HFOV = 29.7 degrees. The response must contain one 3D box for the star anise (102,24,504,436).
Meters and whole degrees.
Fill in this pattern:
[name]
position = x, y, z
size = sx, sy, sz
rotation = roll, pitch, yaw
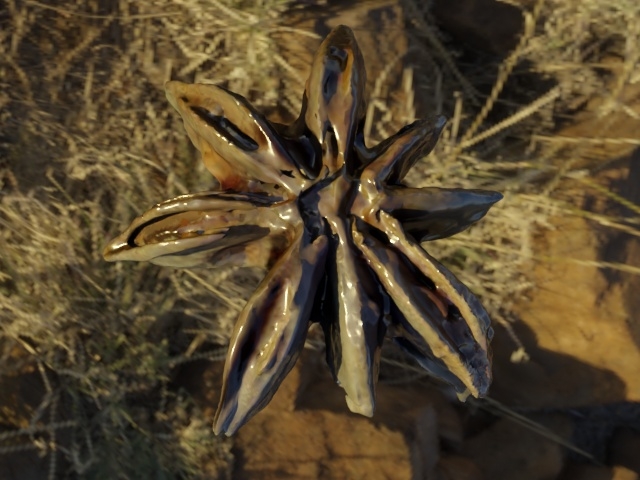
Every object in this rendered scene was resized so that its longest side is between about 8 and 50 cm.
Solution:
[star anise]
position = 0.000, 0.000, 0.636
size = 0.236, 0.093, 0.229
rotation = 32, 76, 3
